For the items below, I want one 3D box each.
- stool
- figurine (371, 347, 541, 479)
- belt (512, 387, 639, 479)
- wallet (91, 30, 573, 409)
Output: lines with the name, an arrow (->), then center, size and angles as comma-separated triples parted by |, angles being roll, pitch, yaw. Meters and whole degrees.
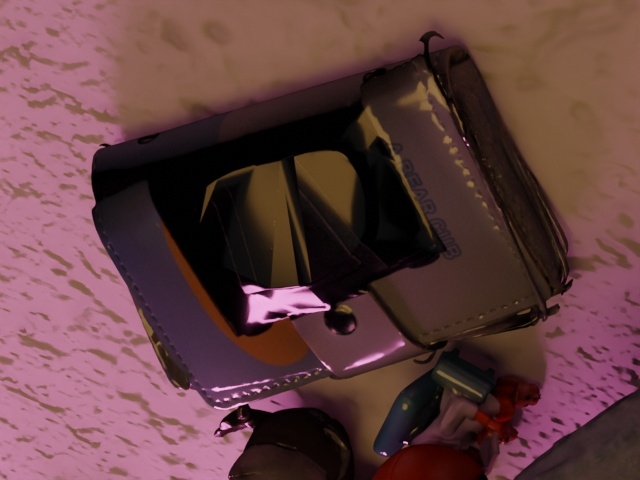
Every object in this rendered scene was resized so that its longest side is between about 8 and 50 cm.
stool -> 0.002, 0.190, 0.983 | 0.125, 0.121, 0.217 | -8, 124, 29
figurine -> 0.062, 0.121, 0.892 | 0.075, 0.140, 0.068 | 28, 133, 3
belt -> 0.168, 0.167, 0.817 | 0.150, 0.207, 0.257 | 55, 158, 26
wallet -> 0.000, 0.000, 0.882 | 0.231, 0.069, 0.170 | -16, 111, 30
